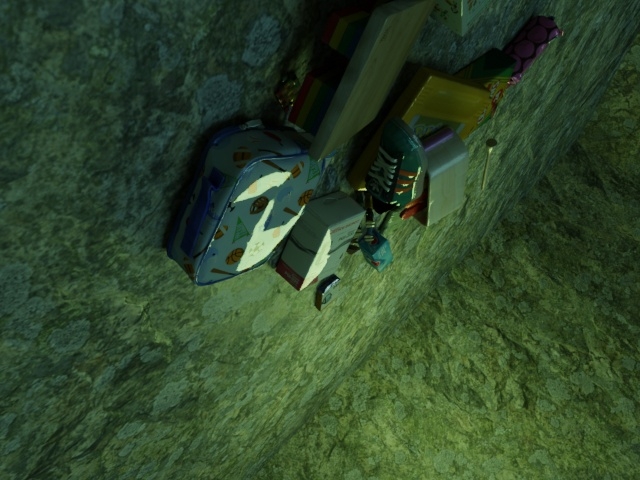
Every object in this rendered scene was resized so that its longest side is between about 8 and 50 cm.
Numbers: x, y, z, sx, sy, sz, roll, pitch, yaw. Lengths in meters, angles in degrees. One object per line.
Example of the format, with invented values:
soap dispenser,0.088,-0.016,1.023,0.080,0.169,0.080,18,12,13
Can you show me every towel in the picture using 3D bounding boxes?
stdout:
towel,0.252,-0.076,1.797,0.148,0.027,0.110,-24,147,-47

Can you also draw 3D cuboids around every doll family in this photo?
doll family,0.119,-0.078,1.463,0.076,0.111,0.193,1,156,-2

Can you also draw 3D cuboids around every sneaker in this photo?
sneaker,0.162,-0.151,1.243,0.121,0.108,0.302,-36,152,-8

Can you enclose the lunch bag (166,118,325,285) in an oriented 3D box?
lunch bag,-0.134,-0.067,0.964,0.243,0.115,0.303,-16,143,-50

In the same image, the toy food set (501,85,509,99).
toy food set,0.580,-0.483,1.753,0.083,0.020,0.083,-56,157,19

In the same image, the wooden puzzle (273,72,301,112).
wooden puzzle,-0.054,-0.254,0.944,0.049,0.006,0.083,-47,158,-3

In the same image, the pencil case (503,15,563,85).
pencil case,0.584,-0.535,1.570,0.209,0.098,0.095,-50,159,5

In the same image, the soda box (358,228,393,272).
soda box,0.182,0.035,1.796,0.071,0.067,0.210,-47,158,-5

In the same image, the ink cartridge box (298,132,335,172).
ink cartridge box,-0.031,-0.149,1.101,0.089,0.052,0.122,-17,143,-54

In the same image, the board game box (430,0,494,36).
board game box,0.290,-0.554,0.982,0.224,0.097,0.303,-46,157,-4

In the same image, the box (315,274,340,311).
box,0.024,0.166,1.767,0.081,0.028,0.136,-37,153,-27

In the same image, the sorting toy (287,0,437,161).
sorting toy,0.064,-0.295,0.923,0.255,0.089,0.257,-46,168,-51

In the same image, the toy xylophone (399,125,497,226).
toy xylophone,0.327,-0.159,1.429,0.236,0.081,0.322,-26,149,-16

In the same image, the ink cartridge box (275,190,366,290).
ink cartridge box,0.000,0.000,1.357,0.159,0.092,0.217,-24,146,-47

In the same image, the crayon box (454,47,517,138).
crayon box,0.384,-0.363,1.500,0.319,0.081,0.202,-37,156,-26

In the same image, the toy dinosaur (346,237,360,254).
toy dinosaur,0.039,0.022,1.506,0.112,0.064,0.211,-44,-171,-31

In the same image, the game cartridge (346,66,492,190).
game cartridge,0.247,-0.251,1.341,0.285,0.052,0.323,-4,140,-43
